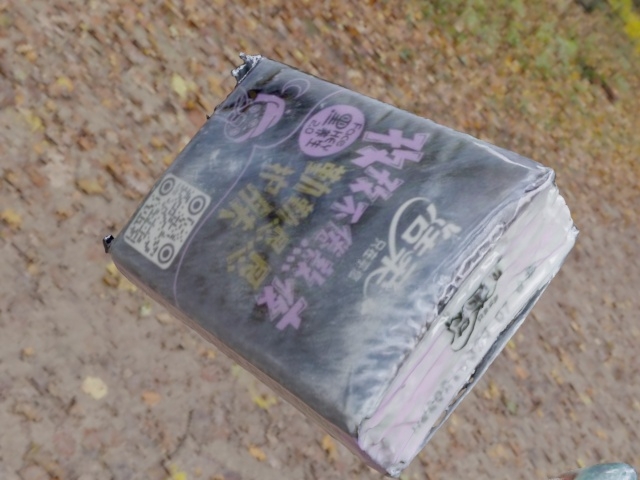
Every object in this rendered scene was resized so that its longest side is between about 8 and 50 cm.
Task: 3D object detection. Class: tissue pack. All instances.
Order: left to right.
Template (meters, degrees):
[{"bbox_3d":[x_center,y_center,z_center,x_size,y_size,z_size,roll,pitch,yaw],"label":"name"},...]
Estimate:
[{"bbox_3d":[0.000,0.000,0.826,0.361,0.259,0.122,28,-13,41],"label":"tissue pack"}]

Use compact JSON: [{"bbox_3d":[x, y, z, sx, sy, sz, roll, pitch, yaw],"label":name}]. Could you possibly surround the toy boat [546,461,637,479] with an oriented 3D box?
[{"bbox_3d":[0.125,0.225,0.572,0.134,0.208,0.079,57,12,23],"label":"toy boat"}]
